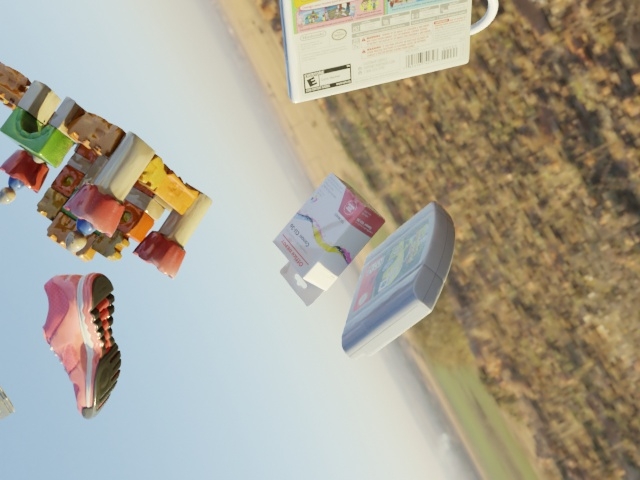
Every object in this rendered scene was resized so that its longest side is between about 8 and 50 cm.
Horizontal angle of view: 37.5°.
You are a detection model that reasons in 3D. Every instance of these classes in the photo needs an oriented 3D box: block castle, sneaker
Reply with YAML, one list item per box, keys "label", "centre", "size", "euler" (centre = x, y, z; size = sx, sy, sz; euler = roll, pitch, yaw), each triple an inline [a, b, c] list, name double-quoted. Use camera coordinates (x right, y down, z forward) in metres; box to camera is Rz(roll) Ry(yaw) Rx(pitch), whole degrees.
- label: "block castle"
  centre: [-0.439, -0.109, 1.623]
  size: [0.453, 0.213, 0.303]
  euler: [29, 172, 27]
- label: "sneaker"
  centre: [-0.482, 0.203, 1.875]
  size: [0.116, 0.136, 0.314]
  euler: [-51, -35, -67]

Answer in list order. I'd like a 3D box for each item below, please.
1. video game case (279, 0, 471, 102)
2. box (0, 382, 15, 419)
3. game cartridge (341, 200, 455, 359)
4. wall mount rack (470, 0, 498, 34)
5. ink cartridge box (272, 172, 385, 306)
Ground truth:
- label: "video game case"
  centre: [0.061, -0.253, 0.989]
  size: [0.023, 0.212, 0.193]
  euler: [-118, 18, -47]
- label: "box"
  centre: [-0.728, 0.281, 1.514]
  size: [0.097, 0.394, 0.318]
  euler: [52, 159, 26]
- label: "game cartridge"
  centre: [0.136, 0.054, 1.553]
  size: [0.060, 0.196, 0.294]
  euler: [45, -149, -15]
- label: "wall mount rack"
  centre: [0.063, -0.383, 1.282]
  size: [0.350, 0.304, 0.131]
  euler: [25, -127, -28]
- label: "ink cartridge box"
  centre: [0.000, 0.000, 1.580]
  size: [0.067, 0.198, 0.115]
  euler: [31, -168, -45]
